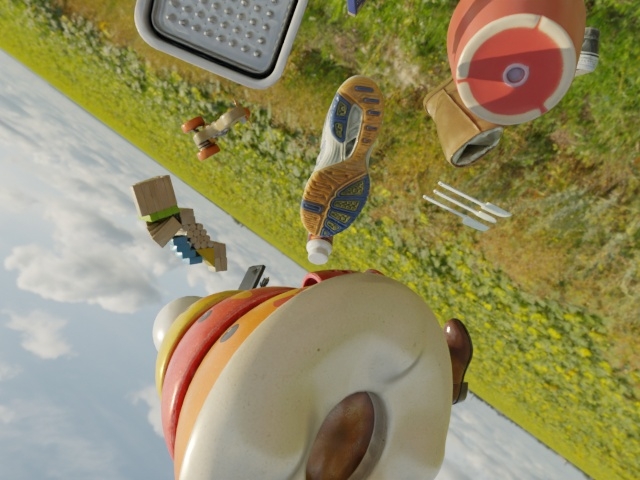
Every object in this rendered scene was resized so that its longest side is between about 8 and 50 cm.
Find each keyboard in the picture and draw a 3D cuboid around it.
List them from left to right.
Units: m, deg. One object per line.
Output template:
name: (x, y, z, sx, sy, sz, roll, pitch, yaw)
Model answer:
keyboard: (-0.305, 0.241, 1.942, 0.033, 0.317, 0.202, 39, 151, -32)

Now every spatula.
spatula: (0.450, -0.104, 1.444, 0.242, 0.019, 0.168, 25, 163, -4)

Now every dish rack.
dish rack: (-0.155, -0.470, 0.814, 0.286, 0.332, 0.072, 21, -159, -6)

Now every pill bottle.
pill bottle: (0.000, 0.000, 1.516, 0.086, 0.151, 0.086, 4, 141, 3)

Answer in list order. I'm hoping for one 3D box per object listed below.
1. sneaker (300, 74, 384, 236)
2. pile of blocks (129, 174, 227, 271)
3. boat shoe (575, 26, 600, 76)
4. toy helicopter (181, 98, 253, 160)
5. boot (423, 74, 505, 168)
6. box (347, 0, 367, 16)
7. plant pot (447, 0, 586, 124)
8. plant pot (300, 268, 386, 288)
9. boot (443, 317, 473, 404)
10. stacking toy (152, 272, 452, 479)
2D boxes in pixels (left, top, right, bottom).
sneaker: (0.044, -0.148, 0.832, 0.112, 0.296, 0.131, 17, -153, -7)
pile of blocks: (-0.411, -0.027, 1.293, 0.113, 0.149, 0.362, 7, 140, 47)
boat shoe: (0.706, -0.537, 1.309, 0.121, 0.119, 0.335, 13, -162, -3)
toy helicopter: (-0.313, -0.395, 1.550, 0.140, 0.235, 0.355, 63, 158, -14)
boot: (0.364, -0.311, 1.058, 0.089, 0.236, 0.269, 33, -150, -29)
box: (0.126, -0.818, 1.409, 0.037, 0.136, 0.225, 33, 174, 14)
plant pot: (0.371, -0.361, 0.883, 0.275, 0.243, 0.274, 11, 131, 13)
plant pot: (0.065, 0.149, 0.990, 0.174, 0.190, 0.191, -8, -166, -21)
boot: (0.322, 0.355, 1.345, 0.281, 0.263, 0.096, 11, 176, -38)
stacking toy: (-0.108, 0.178, 0.610, 0.480, 0.350, 0.351, 12, 159, 47)
